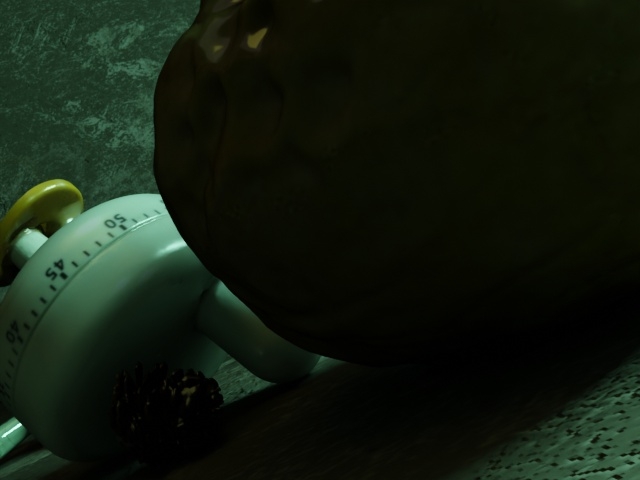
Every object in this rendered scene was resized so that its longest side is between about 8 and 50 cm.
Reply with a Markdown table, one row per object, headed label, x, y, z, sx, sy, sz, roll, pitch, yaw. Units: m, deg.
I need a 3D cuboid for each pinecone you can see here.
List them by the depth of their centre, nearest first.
| label | x | y | z | sx | sy | sz | roll | pitch | yaw |
| --- | --- | --- | --- | --- | --- | --- | --- | --- | --- |
| pinecone | -0.110 | 0.122 | 0.704 | 0.083 | 0.077 | 0.077 | -9 | 1 | -4 |

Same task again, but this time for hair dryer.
| label | x | y | z | sx | sy | sz | roll | pitch | yaw |
| --- | --- | --- | --- | --- | --- | --- | --- | --- | --- |
| hair dryer | -0.378 | 0.247 | 1.181 | 0.237 | 0.075 | 0.206 | -35 | 13 | -28 |

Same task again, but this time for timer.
| label | x | y | z | sx | sy | sz | roll | pitch | yaw |
| --- | --- | --- | --- | --- | --- | --- | --- | --- | --- |
| timer | -0.142 | 0.083 | 0.815 | 0.233 | 0.240 | 0.233 | -43 | -25 | -25 |

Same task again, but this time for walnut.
| label | x | y | z | sx | sy | sz | roll | pitch | yaw |
| --- | --- | --- | --- | --- | --- | --- | --- | --- | --- |
| walnut | 0.082 | -0.099 | 0.595 | 0.397 | 0.308 | 0.354 | -26 | 44 | 47 |
